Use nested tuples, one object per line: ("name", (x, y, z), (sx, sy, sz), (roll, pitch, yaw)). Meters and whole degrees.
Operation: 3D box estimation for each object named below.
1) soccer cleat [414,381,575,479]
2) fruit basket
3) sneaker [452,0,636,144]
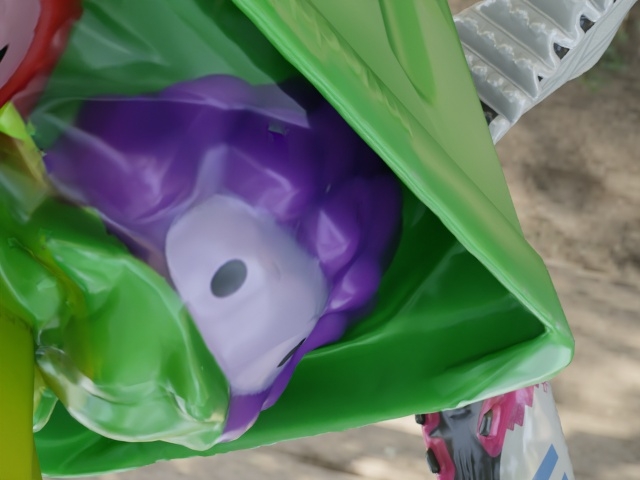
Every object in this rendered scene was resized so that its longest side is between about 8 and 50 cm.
("soccer cleat", (0.162, 0.194, 1.395), (0.116, 0.331, 0.143), (-13, 164, 40))
("fruit basket", (-0.116, 0.012, 0.477), (0.283, 0.392, 0.392), (-16, 147, 27))
("sneaker", (0.135, -0.128, 1.148), (0.110, 0.292, 0.118), (48, -176, 24))
